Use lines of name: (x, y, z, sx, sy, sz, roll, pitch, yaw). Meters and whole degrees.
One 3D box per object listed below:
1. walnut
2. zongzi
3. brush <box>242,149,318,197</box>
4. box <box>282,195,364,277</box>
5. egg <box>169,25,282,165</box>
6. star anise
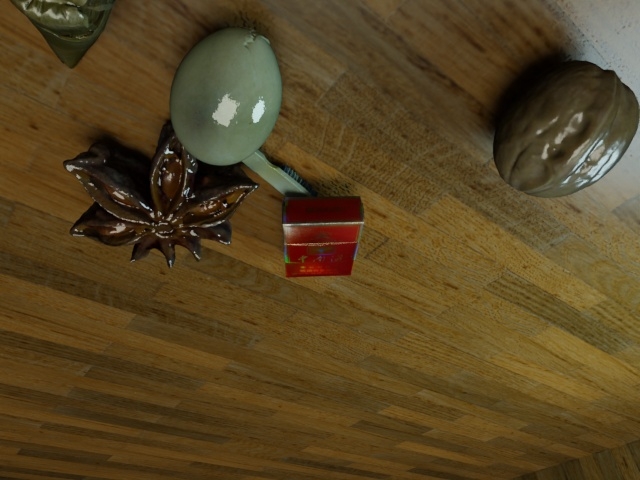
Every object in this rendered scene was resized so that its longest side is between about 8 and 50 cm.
walnut: (0.280, -0.124, 0.547, 0.140, 0.140, 0.162, 16, 119, -21)
zongzi: (-0.228, -0.190, 0.410, 0.078, 0.160, 0.176, 13, 135, -24)
brush: (-0.067, -0.098, 0.625, 0.033, 0.030, 0.178, -17, 137, 43)
box: (0.000, 0.001, 0.698, 0.112, 0.048, 0.175, -1, 152, -2)
egg: (-0.099, -0.151, 0.498, 0.114, 0.114, 0.152, 18, 125, -23)
star anise: (-0.211, -0.061, 0.611, 0.220, 0.099, 0.214, 20, 119, -19)
